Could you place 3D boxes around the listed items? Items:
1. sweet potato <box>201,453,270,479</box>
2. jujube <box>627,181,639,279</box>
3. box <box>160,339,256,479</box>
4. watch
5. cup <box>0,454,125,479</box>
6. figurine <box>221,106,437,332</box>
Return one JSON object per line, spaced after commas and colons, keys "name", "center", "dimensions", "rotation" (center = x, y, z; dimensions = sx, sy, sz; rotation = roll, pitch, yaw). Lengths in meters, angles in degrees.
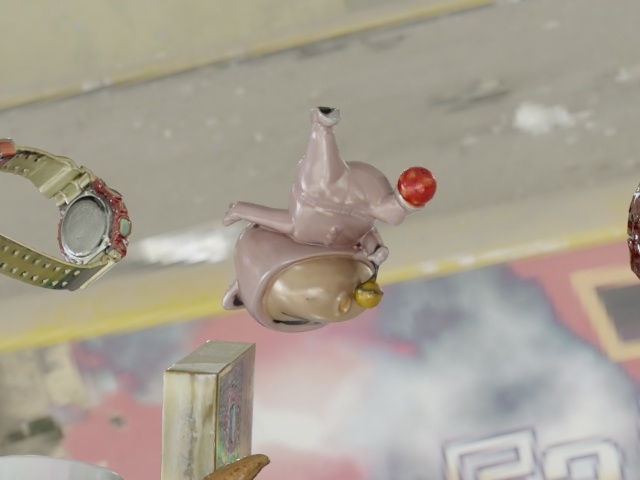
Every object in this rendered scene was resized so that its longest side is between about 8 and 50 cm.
{"name": "sweet potato", "center": [-0.119, 0.252, 1.641], "dimensions": [0.179, 0.044, 0.044], "rotation": [-36, 22, -17]}
{"name": "jujube", "center": [0.463, 0.040, 1.664], "dimensions": [0.377, 0.258, 0.258], "rotation": [34, 43, 30]}
{"name": "box", "center": [-0.126, 0.207, 2.055], "dimensions": [0.071, 0.159, 0.240], "rotation": [5, 6, 7]}
{"name": "watch", "center": [-0.327, -0.034, 1.948], "dimensions": [0.102, 0.164, 0.268], "rotation": [-39, -41, 27]}
{"name": "cup", "center": [-0.361, 0.475, 2.262], "dimensions": [0.253, 0.371, 0.253], "rotation": [4, -23, 2]}
{"name": "figurine", "center": [0.000, 0.000, 1.989], "dimensions": [0.176, 0.287, 0.186], "rotation": [12, 38, -32]}
